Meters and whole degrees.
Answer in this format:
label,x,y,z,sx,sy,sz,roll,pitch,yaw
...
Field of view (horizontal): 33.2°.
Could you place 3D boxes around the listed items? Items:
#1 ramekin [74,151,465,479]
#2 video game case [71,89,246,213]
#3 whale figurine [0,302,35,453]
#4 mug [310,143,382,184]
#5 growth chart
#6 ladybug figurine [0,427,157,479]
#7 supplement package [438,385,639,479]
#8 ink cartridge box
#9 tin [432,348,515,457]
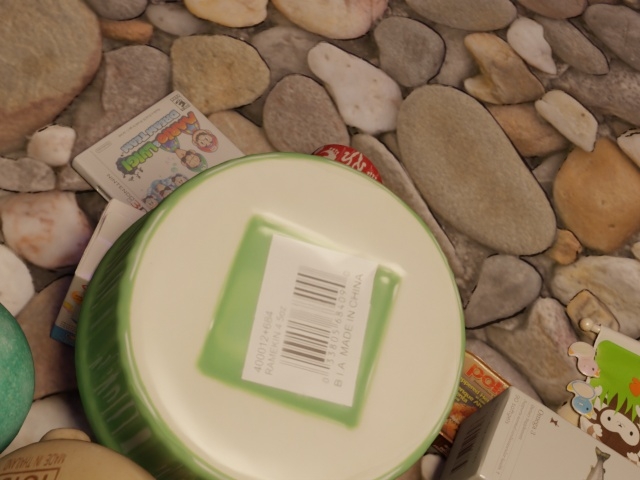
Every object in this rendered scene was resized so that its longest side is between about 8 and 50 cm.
label,x,y,z,sx,sy,sz,roll,pitch,yaw
ramekin,-0.034,0.077,0.853,0.304,0.148,0.303,5,72,-17
video game case,-0.155,-0.072,1.128,0.143,0.019,0.157,44,52,6
whale figurine,-0.298,0.150,0.806,0.141,0.216,0.272,21,34,-18
mug,-0.009,-0.003,1.118,0.113,0.150,0.169,10,42,27
growth chart,0.350,0.205,1.185,0.172,0.021,0.237,18,54,-12
ladybug figurine,-0.163,0.352,0.719,0.162,0.305,0.449,33,52,-55
supplement package,0.213,0.238,1.005,0.179,0.105,0.105,32,53,-4
ink cartridge box,-0.175,0.039,0.971,0.092,0.143,0.089,24,53,-9
tin,0.166,0.187,1.103,0.190,0.040,0.106,40,56,3
